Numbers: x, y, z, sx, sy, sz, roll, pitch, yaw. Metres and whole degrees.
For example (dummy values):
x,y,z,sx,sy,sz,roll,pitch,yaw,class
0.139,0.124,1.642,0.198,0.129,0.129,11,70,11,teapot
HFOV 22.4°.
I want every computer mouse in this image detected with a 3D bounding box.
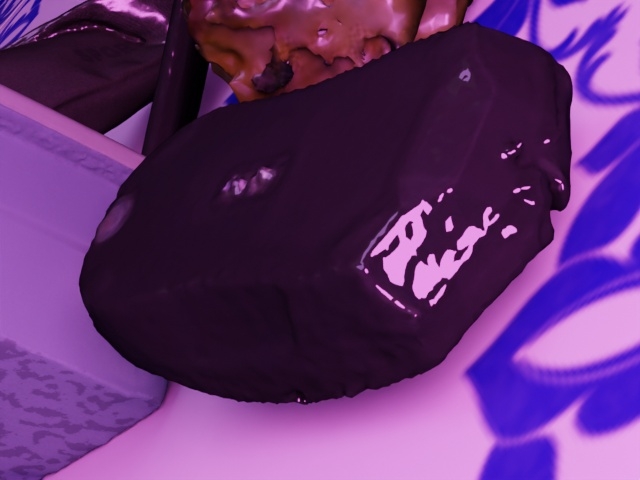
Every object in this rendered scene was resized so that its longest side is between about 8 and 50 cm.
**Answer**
x,y,z,sx,sy,sz,roll,pitch,yaw,class
0.000,0.000,0.561,0.217,0.073,0.122,-12,46,50,computer mouse

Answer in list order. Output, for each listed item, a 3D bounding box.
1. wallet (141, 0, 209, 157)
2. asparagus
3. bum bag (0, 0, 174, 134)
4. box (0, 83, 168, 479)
x,y,z,sx,sy,sz,roll,pitch,yaw,class
-0.061,-0.144,0.814,0.124,0.025,0.244,-83,4,-81,wallet
0.014,-0.182,0.793,0.128,0.108,0.382,-36,23,23,asparagus
-0.170,-0.076,0.880,0.142,0.080,0.326,-18,11,38,bum bag
-0.170,0.009,0.703,0.162,0.227,0.130,-33,42,40,box
